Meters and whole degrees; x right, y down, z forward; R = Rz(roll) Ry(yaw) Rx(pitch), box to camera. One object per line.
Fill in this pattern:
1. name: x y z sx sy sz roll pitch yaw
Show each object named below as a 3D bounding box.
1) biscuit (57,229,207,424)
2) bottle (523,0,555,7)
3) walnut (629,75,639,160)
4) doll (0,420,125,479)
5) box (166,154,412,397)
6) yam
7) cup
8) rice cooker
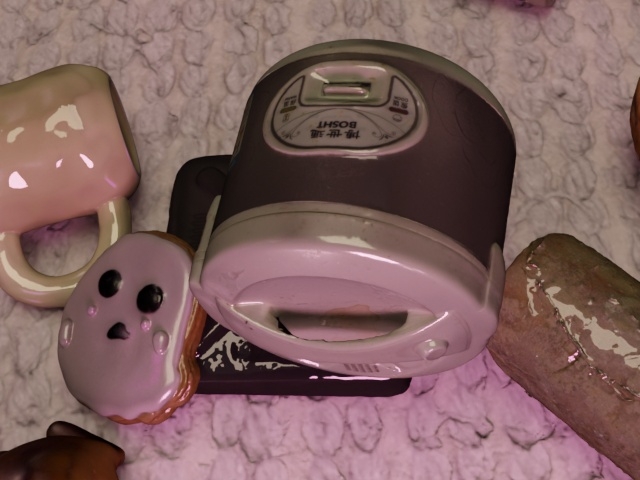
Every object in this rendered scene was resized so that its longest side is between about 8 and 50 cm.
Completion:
1. biscuit: -0.200 0.086 1.134 0.181 0.049 0.208 2 75 29
2. bottle: 0.206 -0.385 1.405 0.233 0.110 0.110 21 63 18
3. walnut: 0.441 -0.125 1.179 0.213 0.213 0.213 -3 58 4
4. doll: -0.319 0.317 0.996 0.340 0.209 0.318 -25 27 -12
5. box: -0.034 0.029 1.193 0.289 0.073 0.290 0 61 6
6. yam: 0.308 0.135 1.044 0.168 0.168 0.304 -42 63 -18
7. cup: -0.311 -0.069 1.224 0.202 0.173 0.255 -16 58 -2
8. rice cooker: 0.035 -0.017 1.014 0.288 0.288 0.277 8 62 11
